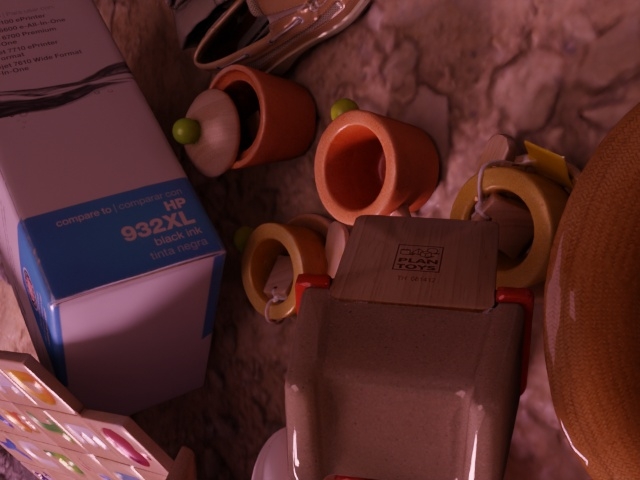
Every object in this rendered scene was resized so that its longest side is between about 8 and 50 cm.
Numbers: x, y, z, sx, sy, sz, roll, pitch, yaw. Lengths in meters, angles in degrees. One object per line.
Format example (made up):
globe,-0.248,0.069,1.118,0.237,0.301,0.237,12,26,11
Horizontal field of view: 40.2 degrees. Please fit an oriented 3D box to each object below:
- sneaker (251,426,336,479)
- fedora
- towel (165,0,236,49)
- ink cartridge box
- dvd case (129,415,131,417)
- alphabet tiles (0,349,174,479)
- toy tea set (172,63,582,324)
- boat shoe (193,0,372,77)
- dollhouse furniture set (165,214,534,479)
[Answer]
sneaker,0.052,0.253,0.549,0.152,0.114,0.305,-30,70,25
fedora,0.169,0.026,0.344,0.079,0.194,0.194,-96,5,-88
towel,-0.068,-0.355,0.662,0.312,0.056,0.324,-31,70,44
ink cartridge box,-0.204,-0.032,0.723,0.307,0.129,0.223,59,154,26
dvd case,-0.238,0.129,0.899,0.164,0.018,0.221,34,116,41
alphabet tiles,-0.195,0.185,0.722,0.342,0.011,0.285,-4,130,47
toy tea set,0.000,0.000,0.555,0.336,0.124,0.200,30,114,42
boat shoe,-0.023,-0.169,0.610,0.190,0.072,0.068,-40,63,40
dollhouse furniture set,0.046,0.133,0.421,0.262,0.135,0.259,4,119,11
